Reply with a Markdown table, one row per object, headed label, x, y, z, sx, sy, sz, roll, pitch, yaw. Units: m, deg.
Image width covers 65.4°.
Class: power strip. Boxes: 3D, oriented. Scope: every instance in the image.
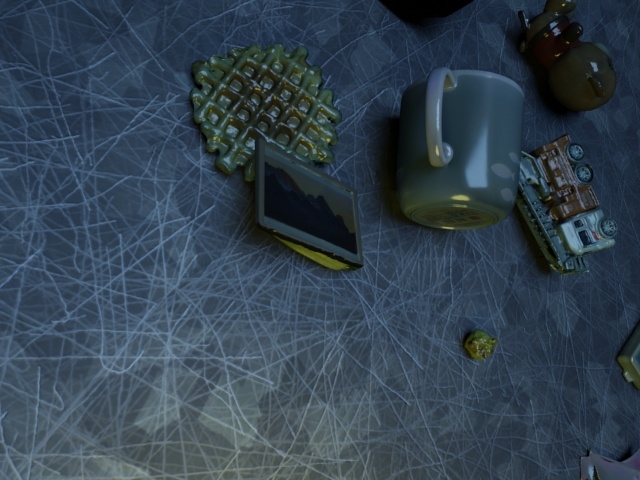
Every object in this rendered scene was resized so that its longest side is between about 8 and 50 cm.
| label | x | y | z | sx | sy | sz | roll | pitch | yaw |
| --- | --- | --- | --- | --- | --- | --- | --- | --- | --- |
| power strip | 0.901 | 0.282 | 1.350 | 0.270 | 0.046 | 0.118 | -40 | 96 | -26 |

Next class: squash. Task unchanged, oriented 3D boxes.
| label | x | y | z | sx | sy | sz | roll | pitch | yaw |
| --- | --- | --- | --- | --- | --- | --- | --- | --- | --- |
| squash | 0.000 | 0.000 | 1.002 | 0.224 | 0.094 | 0.094 | 35 | 67 | -20 |

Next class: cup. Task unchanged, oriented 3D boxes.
| label | x | y | z | sx | sy | sz | roll | pitch | yaw |
| --- | --- | --- | --- | --- | --- | --- | --- | --- | --- |
| cup | 0.271 | -0.186 | 1.022 | 0.357 | 0.260 | 0.274 | 27 | 66 | -61 |

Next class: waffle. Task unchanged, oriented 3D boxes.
| label | x | y | z | sx | sy | sz | roll | pitch | yaw |
| --- | --- | --- | --- | --- | --- | --- | --- | --- | --- |
| waffle | -0.106 | -0.263 | 1.021 | 0.310 | 0.056 | 0.291 | -17 | 86 | -25 |

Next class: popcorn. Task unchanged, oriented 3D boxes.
| label | x | y | z | sx | sy | sz | roll | pitch | yaw |
| --- | --- | --- | --- | --- | --- | --- | --- | --- | --- |
| popcorn | 0.364 | 0.233 | 1.118 | 0.083 | 0.060 | 0.068 | 10 | 75 | -30 |

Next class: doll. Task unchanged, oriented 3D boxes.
| label | x | y | z | sx | sy | sz | roll | pitch | yaw |
| --- | --- | --- | --- | --- | --- | --- | --- | --- | --- |
| doll | 0.667 | -0.500 | 1.349 | 0.174 | 0.235 | 0.329 | -31 | 82 | 16 |

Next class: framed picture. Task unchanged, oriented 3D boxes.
| label | x | y | z | sx | sy | sz | roll | pitch | yaw |
| --- | --- | --- | --- | --- | --- | --- | --- | --- | --- |
| framed picture | -0.017 | -0.065 | 0.953 | 0.266 | 0.018 | 0.192 | 22 | 52 | -39 |

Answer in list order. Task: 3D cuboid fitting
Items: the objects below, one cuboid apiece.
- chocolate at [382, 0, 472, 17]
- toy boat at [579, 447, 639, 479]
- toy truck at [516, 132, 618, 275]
| label | x | y | z | sx | sy | sz | roll | pitch | yaw |
| --- | --- | --- | --- | --- | --- | --- | --- | --- | --- |
| chocolate | 0.301 | -0.774 | 1.168 | 0.384 | 0.384 | 0.331 | 36 | 55 | -13 |
| toy boat | 0.777 | 0.616 | 1.213 | 0.319 | 0.072 | 0.218 | 3 | 74 | -20 |
| toy truck | 0.592 | -0.076 | 1.250 | 0.185 | 0.133 | 0.338 | -19 | 84 | -16 |
